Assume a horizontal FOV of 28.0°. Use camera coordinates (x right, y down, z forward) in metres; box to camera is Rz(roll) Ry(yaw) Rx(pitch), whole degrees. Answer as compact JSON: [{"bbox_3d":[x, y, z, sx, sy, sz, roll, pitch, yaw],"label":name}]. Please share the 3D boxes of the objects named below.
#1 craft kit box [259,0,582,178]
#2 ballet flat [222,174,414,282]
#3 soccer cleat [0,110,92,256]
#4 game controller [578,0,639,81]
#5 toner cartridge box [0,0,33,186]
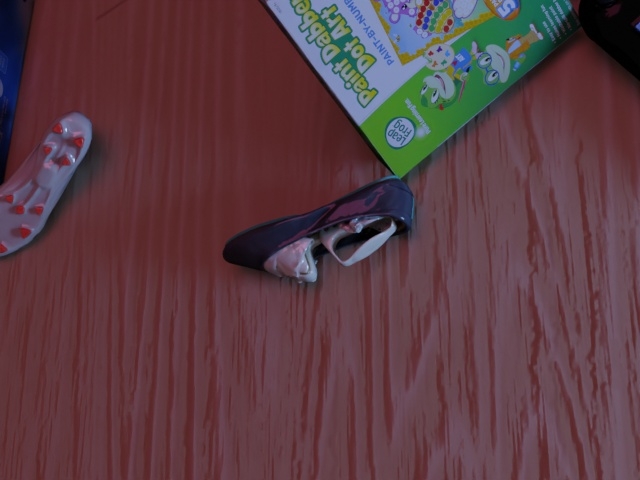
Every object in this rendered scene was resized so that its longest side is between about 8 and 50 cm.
[{"bbox_3d":[0.099,-0.225,1.237,0.247,0.250,0.061,-39,36,3],"label":"craft kit box"},{"bbox_3d":[0.000,0.000,1.277,0.203,0.074,0.074,-21,61,9],"label":"ballet flat"},{"bbox_3d":[-0.317,-0.061,1.438,0.068,0.076,0.196,38,101,-9],"label":"soccer cleat"},{"bbox_3d":[0.391,-0.178,1.197,0.166,0.067,0.319,-48,59,12],"label":"game controller"},{"bbox_3d":[-0.445,-0.218,1.546,0.165,0.075,0.347,-4,66,18],"label":"toner cartridge box"}]
